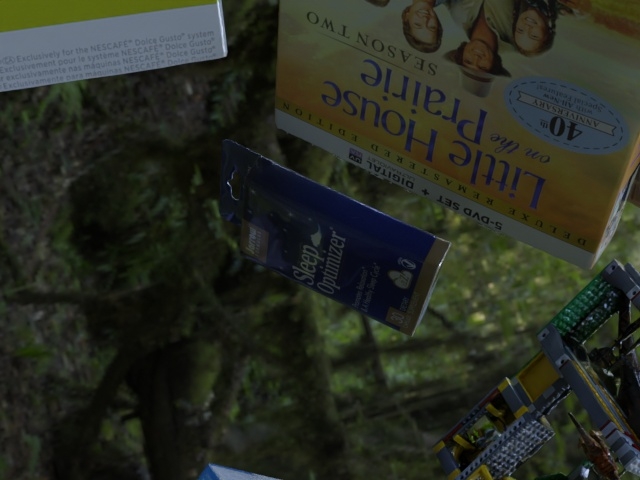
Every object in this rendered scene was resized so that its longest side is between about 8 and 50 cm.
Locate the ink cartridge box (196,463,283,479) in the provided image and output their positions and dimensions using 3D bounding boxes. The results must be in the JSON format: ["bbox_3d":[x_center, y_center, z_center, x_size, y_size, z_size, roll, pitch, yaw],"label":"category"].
[{"bbox_3d":[-0.070,0.216,0.742,0.052,0.122,0.088,39,6,39],"label":"ink cartridge box"}]

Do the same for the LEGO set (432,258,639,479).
[{"bbox_3d":[0.263,0.194,0.945,0.255,0.331,0.192,41,14,-36],"label":"LEGO set"}]

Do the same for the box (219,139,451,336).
[{"bbox_3d":[0.000,0.000,1.030,0.036,0.225,0.136,-58,169,-30],"label":"box"}]

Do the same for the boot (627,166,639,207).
[{"bbox_3d":[0.348,-0.063,0.971,0.207,0.248,0.090,-22,133,-66],"label":"boot"}]

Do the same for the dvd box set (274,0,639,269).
[{"bbox_3d":[0.111,-0.195,0.794,0.062,0.307,0.420,-49,157,-37],"label":"dvd box set"}]

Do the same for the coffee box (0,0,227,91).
[{"bbox_3d":[-0.256,-0.314,0.718,0.337,0.338,0.334,-107,-170,-51],"label":"coffee box"}]
